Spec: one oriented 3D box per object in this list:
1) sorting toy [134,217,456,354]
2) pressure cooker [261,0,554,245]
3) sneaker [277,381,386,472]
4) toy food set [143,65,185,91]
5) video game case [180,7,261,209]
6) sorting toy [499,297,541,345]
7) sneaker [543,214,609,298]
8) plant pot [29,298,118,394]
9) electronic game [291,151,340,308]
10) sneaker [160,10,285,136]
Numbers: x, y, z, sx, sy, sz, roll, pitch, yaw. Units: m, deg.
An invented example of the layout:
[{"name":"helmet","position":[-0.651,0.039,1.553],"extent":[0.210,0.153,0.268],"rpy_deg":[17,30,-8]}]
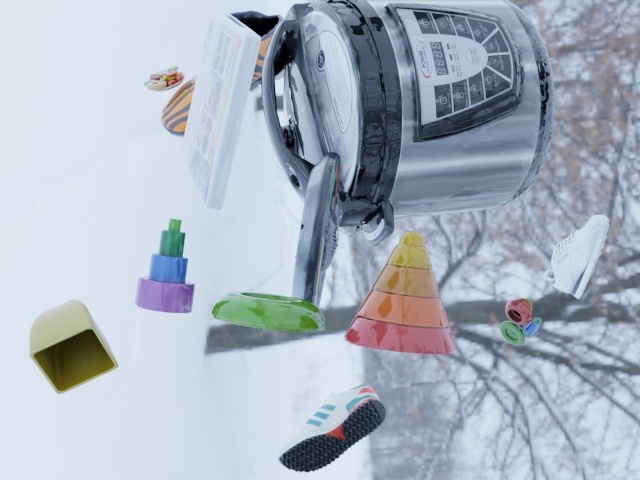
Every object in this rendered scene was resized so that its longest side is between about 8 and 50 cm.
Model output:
[{"name":"sorting toy","position":[-0.027,0.036,1.001],"extent":[0.127,0.365,0.126],"rpy_deg":[2,96,-74]},{"name":"pressure cooker","position":[0.113,-0.206,1.478],"extent":[0.370,0.420,0.376],"rpy_deg":[-127,-143,-55]},{"name":"sneaker","position":[0.012,0.250,1.246],"extent":[0.057,0.161,0.075],"rpy_deg":[53,6,-24]},{"name":"toy food set","position":[-0.313,-0.322,1.841],"extent":[0.082,0.083,0.020],"rpy_deg":[-126,-163,-55]},{"name":"video game case","position":[-0.096,-0.125,0.848],"extent":[0.143,0.019,0.157],"rpy_deg":[-129,-129,-61]},{"name":"sorting toy","position":[0.345,0.136,1.570],"extent":[0.042,0.061,0.102],"rpy_deg":[-39,148,-30]},{"name":"sneaker","position":[0.536,0.029,1.931],"extent":[0.090,0.094,0.235],"rpy_deg":[-49,158,-37]},{"name":"plant pot","position":[-0.306,0.120,1.123],"extent":[0.083,0.081,0.081],"rpy_deg":[57,-10,48]},{"name":"electronic game","position":[0.000,0.000,1.185],"extent":[0.229,0.048,0.229],"rpy_deg":[8,90,-87]},{"name":"sneaker","position":[-0.195,-0.339,1.780],"extent":[0.125,0.321,0.180],"rpy_deg":[52,-2,21]}]
